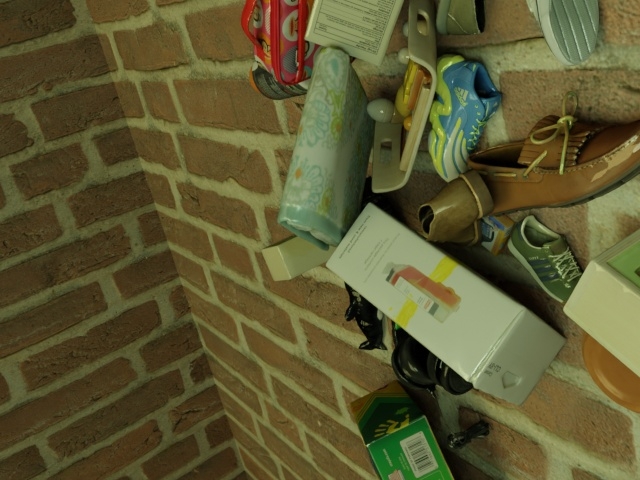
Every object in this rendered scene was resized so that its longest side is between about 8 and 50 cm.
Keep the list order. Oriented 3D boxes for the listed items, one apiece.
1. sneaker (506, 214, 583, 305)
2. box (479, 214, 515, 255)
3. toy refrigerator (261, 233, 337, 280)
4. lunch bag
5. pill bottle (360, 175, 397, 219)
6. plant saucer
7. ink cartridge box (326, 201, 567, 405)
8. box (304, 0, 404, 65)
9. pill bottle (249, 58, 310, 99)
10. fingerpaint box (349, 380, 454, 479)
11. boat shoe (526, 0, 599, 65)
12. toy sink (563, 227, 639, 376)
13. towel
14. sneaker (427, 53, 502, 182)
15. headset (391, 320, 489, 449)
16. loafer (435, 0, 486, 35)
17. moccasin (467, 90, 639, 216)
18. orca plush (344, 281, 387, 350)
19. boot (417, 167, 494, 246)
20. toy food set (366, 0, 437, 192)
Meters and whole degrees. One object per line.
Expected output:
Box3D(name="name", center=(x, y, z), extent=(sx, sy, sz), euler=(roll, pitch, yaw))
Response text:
Box3D(name="sneaker", center=(0.406, 0.034, 1.145), extent=(0.192, 0.064, 0.086), euler=(50, 154, 31))
Box3D(name="box", center=(0.312, -0.042, 1.288), extent=(0.136, 0.028, 0.081), euler=(44, 146, 31))
Box3D(name="toy refrigerator", center=(0.000, 0.000, 1.598), extent=(0.102, 0.269, 0.094), euler=(-12, 101, 62))
Box3D(name="lunch bag", center=(-0.037, -0.463, 1.292), extent=(0.120, 0.258, 0.293), euler=(46, 149, 36))
Box3D(name="pill bottle", center=(0.120, -0.031, 1.525), extent=(0.122, 0.122, 0.219), euler=(-21, 94, 62))
Box3D(name="plant saucer", center=(0.528, 0.214, 1.118), extent=(0.200, 0.037, 0.200), euler=(41, 145, 37))
Box3D(name="ink cartridge box", center=(0.241, 0.118, 1.261), extent=(0.384, 0.160, 0.279), euler=(39, -174, 39))
Box3D(name="box", center=(0.080, -0.451, 1.139), extent=(0.148, 0.127, 0.232), euler=(19, 129, -2))
Box3D(name="pill bottle", center=(-0.079, -0.402, 1.551), extent=(0.245, 0.130, 0.131), euler=(7, 118, 58))
Box3D(name="fingerpaint box", center=(0.246, 0.624, 1.666), extent=(0.371, 0.163, 0.445), euler=(-162, 47, -86))
Box3D(name="boat shoe", center=(0.337, -0.363, 0.946), extent=(0.076, 0.083, 0.227), euler=(-141, 36, -78))
Box3D(name="toy sink", center=(0.506, 0.108, 0.945), extent=(0.234, 0.152, 0.131), euler=(47, 147, 32))
Box3D(name="towel", center=(0.023, -0.154, 1.294), extent=(0.374, 0.090, 0.321), euler=(34, -115, -74))
Box3D(name="sneaker", center=(0.258, -0.210, 1.174), extent=(0.126, 0.091, 0.240), euler=(19, 127, 53))
Box3D(name="headset", center=(0.293, 0.278, 1.517), extent=(0.243, 0.185, 0.395), euler=(-14, 86, 58))
Box3D(name="loafer", center=(0.248, -0.431, 1.032), extent=(0.087, 0.094, 0.251), euler=(24, 148, 17))
Box3D(name="moccasin", center=(0.366, -0.136, 1.021), extent=(0.147, 0.139, 0.380), euler=(59, 162, -8))
Box3D(name="orca plush", center=(0.096, 0.190, 1.770), extent=(0.151, 0.102, 0.287), euler=(35, 141, 43))
Box3D(name="boot", center=(0.228, -0.041, 1.188), extent=(0.112, 0.115, 0.305), euler=(63, -178, 15))
Box3D(name="toy food set", center=(0.140, -0.268, 1.197), extent=(0.306, 0.092, 0.220), euler=(100, 178, -49))
